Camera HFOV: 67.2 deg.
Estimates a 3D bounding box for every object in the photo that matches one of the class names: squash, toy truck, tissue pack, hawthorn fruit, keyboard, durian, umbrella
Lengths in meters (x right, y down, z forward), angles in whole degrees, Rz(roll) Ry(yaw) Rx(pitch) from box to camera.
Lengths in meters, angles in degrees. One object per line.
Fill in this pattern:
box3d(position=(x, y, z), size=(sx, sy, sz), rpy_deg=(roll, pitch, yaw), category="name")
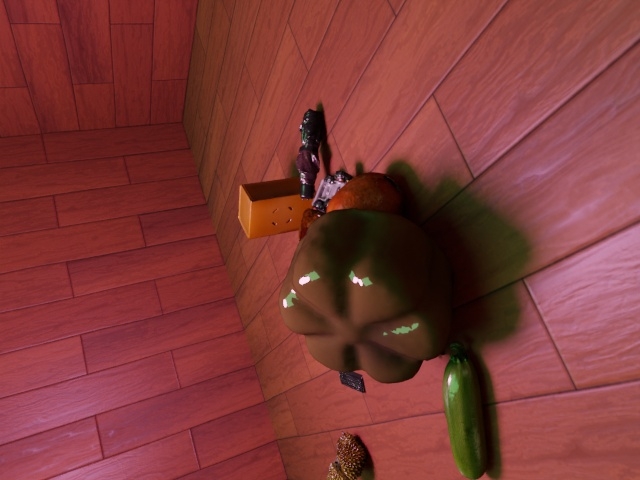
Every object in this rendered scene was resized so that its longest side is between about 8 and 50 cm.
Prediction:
box3d(position=(0.376, 0.451, 1.264), size=(0.101, 0.101, 0.380), rpy_deg=(9, 108, 63), category="squash")
box3d(position=(0.055, -0.154, 1.648), size=(0.137, 0.111, 0.286), rpy_deg=(-68, 18, -2), category="toy truck")
box3d(position=(-0.181, -0.142, 1.959), size=(0.145, 0.274, 0.195), rpy_deg=(56, 146, 39), category="tissue pack")
box3d(position=(0.105, -0.068, 1.382), size=(0.211, 0.298, 0.211), rpy_deg=(53, 160, 30), category="hawthorn fruit")
box3d(position=(0.122, 0.562, 1.941), size=(0.196, 0.015, 0.074), rpy_deg=(-8, 93, 65), category="keyboard")
box3d(position=(0.119, 0.890, 1.970), size=(0.237, 0.137, 0.194), rpy_deg=(-58, -18, -62), category="durian")
box3d(position=(-0.042, -0.309, 1.752), size=(0.090, 0.094, 0.327), rpy_deg=(-68, -15, -88), category="umbrella")

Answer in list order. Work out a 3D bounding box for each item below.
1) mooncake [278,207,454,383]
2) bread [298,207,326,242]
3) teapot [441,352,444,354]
box3d(position=(0.114, 0.153, 1.261), size=(0.467, 0.466, 0.262), rpy_deg=(110, -176, -49), category="mooncake")
box3d(position=(-0.001, -0.013, 1.801), size=(0.246, 0.135, 0.232), rpy_deg=(-29, 74, 64), category="bread")
box3d(position=(0.300, 0.308, 1.362), size=(0.084, 0.110, 0.080), rpy_deg=(-6, 92, 31), category="teapot")
